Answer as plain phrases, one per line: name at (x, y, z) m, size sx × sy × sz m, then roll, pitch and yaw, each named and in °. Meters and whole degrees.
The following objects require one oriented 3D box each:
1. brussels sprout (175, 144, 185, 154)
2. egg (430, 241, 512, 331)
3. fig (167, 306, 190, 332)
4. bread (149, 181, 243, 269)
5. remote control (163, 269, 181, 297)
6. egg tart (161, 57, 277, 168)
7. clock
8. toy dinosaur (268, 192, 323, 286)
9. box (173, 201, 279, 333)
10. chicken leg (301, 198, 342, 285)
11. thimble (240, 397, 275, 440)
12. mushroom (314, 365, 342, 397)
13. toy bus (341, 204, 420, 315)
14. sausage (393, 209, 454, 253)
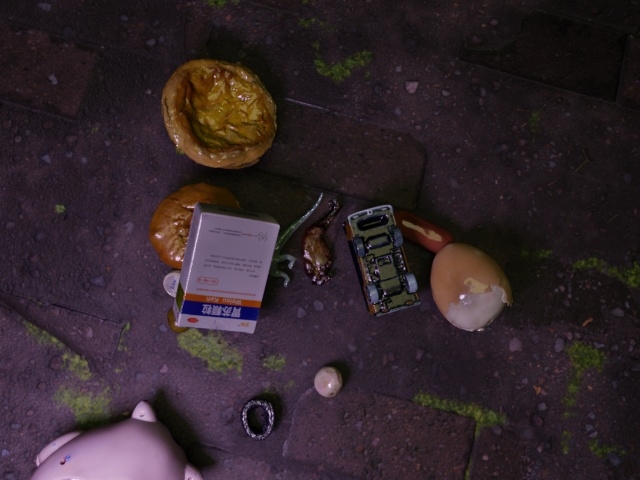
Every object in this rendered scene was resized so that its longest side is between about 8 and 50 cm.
brussels sprout at (-0.371, -0.265, 1.751) m, size 0.083 × 0.051 × 0.046 m, roll -2°, pitch 112°, yaw -28°
egg at (0.395, 0.119, 1.655) m, size 0.201 × 0.201 × 0.244 m, roll -24°, pitch 73°, yaw -7°
fig at (-0.367, 0.207, 1.657) m, size 0.088 × 0.074 × 0.074 m, roll -18°, pitch 81°, yaw -31°
bread at (-0.322, -0.031, 1.664) m, size 0.268 × 0.146 × 0.268 m, roll 1°, pitch 79°, yaw -8°
remote control at (-0.320, 0.148, 1.674) m, size 0.221 × 0.042 × 0.078 m, roll 25°, pitch 116°, yaw 0°
egg tart at (-0.279, -0.338, 1.710) m, size 0.341 × 0.129 × 0.341 m, roll 6°, pitch 70°, yaw -18°
clock at (-0.506, 0.603, 1.488) m, size 0.376 × 0.250 × 0.368 m, roll -38°, pitch 85°, yaw -8°
toy dinosaur at (-0.095, 0.045, 1.689) m, size 0.383 × 0.076 × 0.129 m, roll -41°, pitch 87°, yaw -1°
box at (-0.238, 0.071, 1.545) m, size 0.200 × 0.106 × 0.300 m, roll 9°, pitch 104°, yaw -23°
chicken leg at (0.000, 0.000, 1.726) m, size 0.106 × 0.051 × 0.253 m, roll 13°, pitch 79°, yaw -7°
thimble at (-0.166, 0.468, 1.626) m, size 0.095 × 0.066 × 0.104 m, roll 19°, pitch 80°, yaw -3°
mushroom at (0.023, 0.378, 1.654) m, size 0.083 × 0.067 × 0.084 m, roll -8°, pitch 76°, yaw 32°
toy bus at (0.159, 0.054, 1.669) m, size 0.138 × 0.167 × 0.275 m, roll -16°, pitch 86°, yaw -6°
sausage at (0.284, -0.024, 1.736) m, size 0.194 × 0.077 × 0.077 m, roll 26°, pitch 80°, yaw -1°
